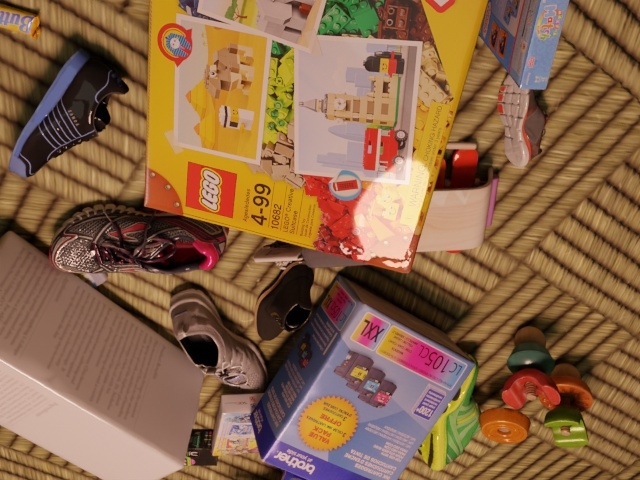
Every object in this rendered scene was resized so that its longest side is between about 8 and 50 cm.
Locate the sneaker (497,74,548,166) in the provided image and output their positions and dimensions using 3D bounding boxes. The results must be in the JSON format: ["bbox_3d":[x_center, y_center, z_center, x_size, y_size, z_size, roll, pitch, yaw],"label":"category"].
[{"bbox_3d":[0.320,-0.195,1.012,0.064,0.061,0.158,-25,127,-19],"label":"sneaker"}]

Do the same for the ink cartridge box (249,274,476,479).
[{"bbox_3d":[0.055,0.306,1.201,0.270,0.151,0.396,29,99,-21],"label":"ink cartridge box"}]

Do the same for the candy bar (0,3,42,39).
[{"bbox_3d":[-0.467,-0.318,0.901,0.161,0.018,0.040,14,123,-11],"label":"candy bar"}]

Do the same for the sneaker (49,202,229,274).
[{"bbox_3d":[-0.304,0.005,1.074,0.299,0.112,0.121,-9,124,4],"label":"sneaker"}]

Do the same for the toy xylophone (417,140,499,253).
[{"bbox_3d":[0.143,-0.074,1.059,0.322,0.081,0.236,5,124,-6],"label":"toy xylophone"}]

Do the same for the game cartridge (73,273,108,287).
[{"bbox_3d":[-0.428,0.065,1.167,0.083,0.017,0.056,-19,127,10],"label":"game cartridge"}]

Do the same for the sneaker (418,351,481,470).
[{"bbox_3d":[0.276,0.344,1.356,0.123,0.109,0.296,-11,125,-30],"label":"sneaker"}]

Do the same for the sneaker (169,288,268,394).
[{"bbox_3d":[-0.198,0.223,1.223,0.105,0.115,0.281,-27,124,15],"label":"sneaker"}]

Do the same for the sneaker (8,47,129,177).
[{"bbox_3d":[-0.376,-0.168,0.969,0.090,0.081,0.232,36,115,-16],"label":"sneaker"}]

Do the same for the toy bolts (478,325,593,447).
[{"bbox_3d":[0.411,0.283,1.289,0.218,0.159,0.229,-11,131,27],"label":"toy bolts"}]

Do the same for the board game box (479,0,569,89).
[{"bbox_3d":[0.255,-0.307,0.826,0.039,0.212,0.160,1,125,-5],"label":"board game box"}]

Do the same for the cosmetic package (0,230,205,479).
[{"bbox_3d":[-0.432,0.222,1.135,0.161,0.230,0.453,-32,120,27],"label":"cosmetic package"}]

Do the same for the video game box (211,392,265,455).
[{"bbox_3d":[-0.121,0.376,1.332,0.187,0.048,0.205,0,140,-17],"label":"video game box"}]

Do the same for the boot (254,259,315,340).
[{"bbox_3d":[-0.070,0.138,1.160,0.076,0.137,0.198,17,123,-13],"label":"boot"}]

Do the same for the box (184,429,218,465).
[{"bbox_3d":[-0.264,0.451,1.417,0.083,0.052,0.062,2,126,-5],"label":"box"}]

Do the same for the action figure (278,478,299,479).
[{"bbox_3d":[-0.061,0.642,1.442,0.370,0.276,0.248,9,131,-25],"label":"action figure"}]

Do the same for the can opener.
[{"bbox_3d":[0.000,0.000,1.025,0.280,0.074,0.093,0,118,37],"label":"can opener"}]

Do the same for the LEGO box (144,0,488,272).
[{"bbox_3d":[-0.002,-0.254,0.799,0.372,0.193,0.501,14,121,6],"label":"LEGO box"}]
